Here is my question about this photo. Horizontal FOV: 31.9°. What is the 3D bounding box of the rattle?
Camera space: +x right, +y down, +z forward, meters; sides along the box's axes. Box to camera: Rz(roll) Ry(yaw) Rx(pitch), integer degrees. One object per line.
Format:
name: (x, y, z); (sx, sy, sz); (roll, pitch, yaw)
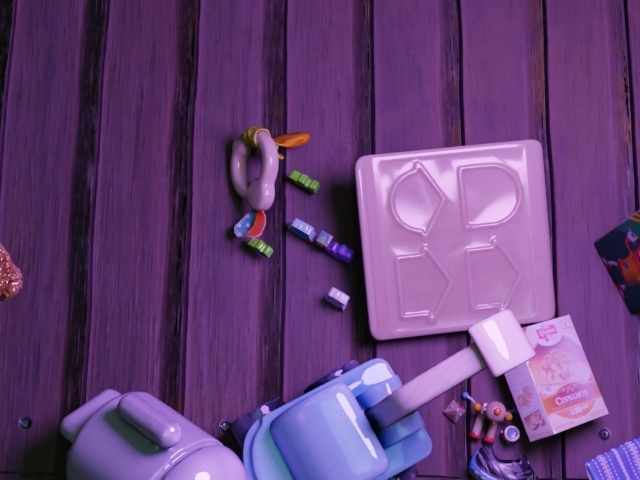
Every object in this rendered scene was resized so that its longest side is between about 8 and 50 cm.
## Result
rattle: (-0.084, -0.096, 1.991); (0.130, 0.143, 0.199); (-22, 72, 32)

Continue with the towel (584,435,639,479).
towel: (0.619, 0.432, 1.887); (0.336, 0.040, 0.243); (-15, 73, -31)

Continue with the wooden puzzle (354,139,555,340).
wooden puzzle: (0.234, -0.003, 1.964); (0.348, 0.080, 0.322); (-6, 94, -11)

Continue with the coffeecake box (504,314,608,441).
coffeecake box: (0.396, 0.236, 1.930); (0.142, 0.068, 0.185); (-11, 75, -36)

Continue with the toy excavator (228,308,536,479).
toy excavator: (0.090, 0.275, 1.715); (0.433, 0.445, 0.222); (-26, 80, -12)

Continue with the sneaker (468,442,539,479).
sneaker: (0.347, 0.408, 1.906); (0.188, 0.067, 0.078); (30, 80, 5)

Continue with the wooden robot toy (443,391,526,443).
wooden robot toy: (0.302, 0.309, 1.921); (0.173, 0.079, 0.076); (17, 74, -1)

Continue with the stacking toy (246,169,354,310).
stacking toy: (0.000, 0.000, 1.986); (0.221, 0.052, 0.167); (32, 72, 4)

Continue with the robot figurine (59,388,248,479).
robot figurine: (-0.252, 0.368, 1.736); (0.353, 0.299, 0.200); (29, 50, 32)

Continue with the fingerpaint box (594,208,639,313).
fingerpaint box: (0.755, -0.054, 1.918); (0.445, 0.371, 0.163); (-22, 79, -12)

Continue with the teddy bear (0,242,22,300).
teddy bear: (-0.657, 0.120, 1.846); (0.338, 0.113, 0.245); (-24, 81, -12)
